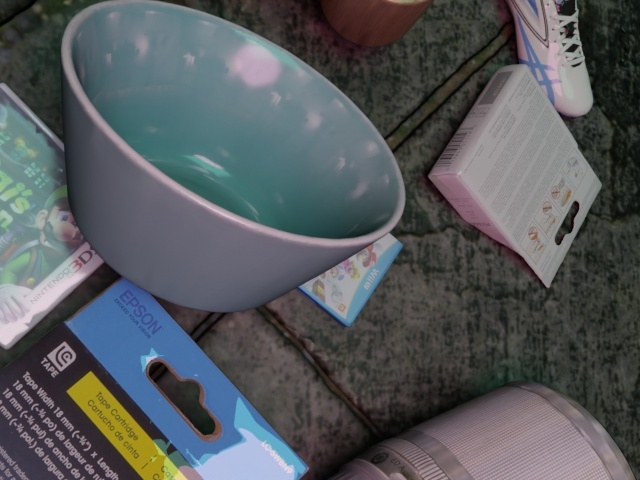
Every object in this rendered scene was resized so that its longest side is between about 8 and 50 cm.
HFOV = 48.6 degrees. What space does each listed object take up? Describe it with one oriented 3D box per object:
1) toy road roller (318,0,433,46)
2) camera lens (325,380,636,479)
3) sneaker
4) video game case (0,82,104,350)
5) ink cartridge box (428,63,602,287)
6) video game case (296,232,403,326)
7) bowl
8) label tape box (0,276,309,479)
[{"bbox_3d":[-0.046,-0.327,0.717,0.241,0.202,0.329,-35,92,-10],"label":"toy road roller"},{"bbox_3d":[0.158,0.280,0.706,0.274,0.219,0.219,-18,90,-23],"label":"camera lens"},{"bbox_3d":[0.296,-0.270,0.903,0.085,0.086,0.237,-24,94,-24],"label":"sneaker"},{"bbox_3d":[-0.297,-0.024,0.666,0.190,0.022,0.173,47,69,-10],"label":"video game case"},{"bbox_3d":[0.253,-0.077,0.893,0.224,0.056,0.181,46,68,-31],"label":"ink cartridge box"},{"bbox_3d":[0.000,0.000,0.788,0.166,0.015,0.119,40,71,-13],"label":"video game case"},{"bbox_3d":[-0.096,-0.056,0.636,0.312,0.163,0.311,24,34,-17],"label":"bowl"},{"bbox_3d":[-0.214,0.227,0.595,0.334,0.106,0.240,-41,83,-21],"label":"label tape box"}]
